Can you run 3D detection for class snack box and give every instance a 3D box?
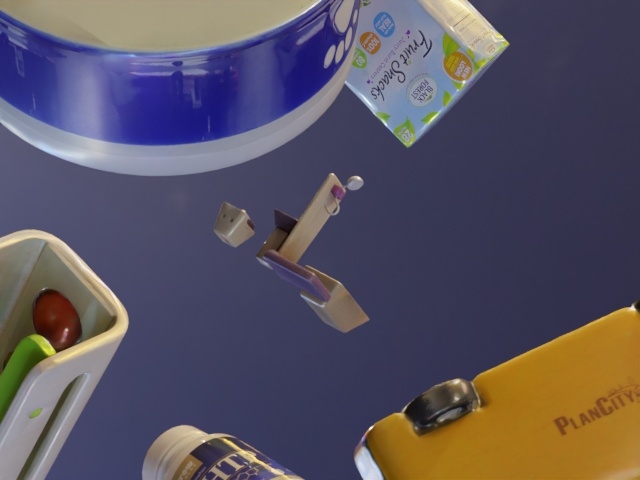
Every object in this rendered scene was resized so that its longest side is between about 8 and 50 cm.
[{"bbox_3d":[0.087,-0.236,1.418,0.070,0.207,0.174,-43,177,-37],"label":"snack box"}]

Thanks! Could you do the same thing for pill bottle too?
[{"bbox_3d":[-0.092,0.256,1.224,0.186,0.112,0.112,21,-94,45],"label":"pill bottle"}]

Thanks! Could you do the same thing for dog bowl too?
[{"bbox_3d":[-0.104,-0.173,0.793,0.104,0.265,0.265,97,-9,-52],"label":"dog bowl"}]

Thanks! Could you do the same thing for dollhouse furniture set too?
[{"bbox_3d":[0.000,0.000,0.845,0.091,0.114,0.081,27,-104,31],"label":"dollhouse furniture set"}]

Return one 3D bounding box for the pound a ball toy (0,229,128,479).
[{"bbox_3d":[-0.284,0.087,1.035,0.208,0.135,0.319,44,-54,16],"label":"pound a ball toy"}]

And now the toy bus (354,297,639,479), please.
[{"bbox_3d":[0.182,0.119,0.811,0.108,0.332,0.130,61,-23,20],"label":"toy bus"}]
